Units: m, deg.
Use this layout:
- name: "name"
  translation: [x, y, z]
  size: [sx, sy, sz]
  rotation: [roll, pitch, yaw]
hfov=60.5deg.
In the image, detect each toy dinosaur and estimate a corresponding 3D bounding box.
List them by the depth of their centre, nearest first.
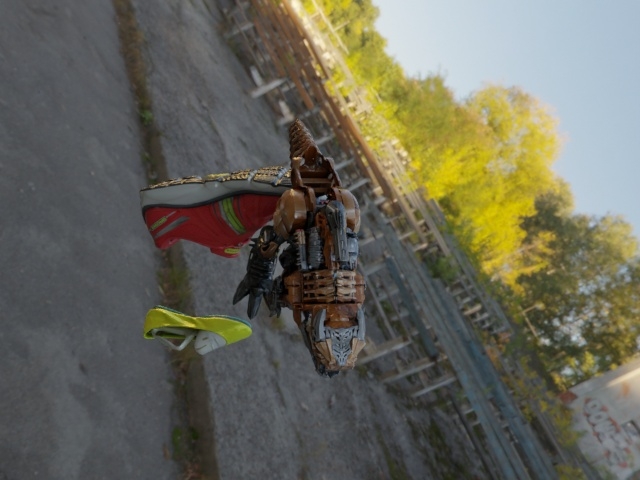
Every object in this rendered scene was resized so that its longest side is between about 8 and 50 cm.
- name: "toy dinosaur"
  translation: [0.000, 0.000, 0.650]
  size: [0.218, 0.164, 0.322]
  rotation: [114, -7, -59]

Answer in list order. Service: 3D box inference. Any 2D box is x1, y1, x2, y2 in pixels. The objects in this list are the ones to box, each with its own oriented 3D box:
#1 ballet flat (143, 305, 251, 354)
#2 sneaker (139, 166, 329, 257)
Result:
- name: "ballet flat"
  translation: [-0.254, 0.189, 1.110]
  size: [0.077, 0.230, 0.077]
  rotation: [82, 21, -49]
- name: "sneaker"
  translation: [-0.112, -0.035, 0.764]
  size: [0.107, 0.278, 0.119]
  rotation: [-52, 137, -68]
